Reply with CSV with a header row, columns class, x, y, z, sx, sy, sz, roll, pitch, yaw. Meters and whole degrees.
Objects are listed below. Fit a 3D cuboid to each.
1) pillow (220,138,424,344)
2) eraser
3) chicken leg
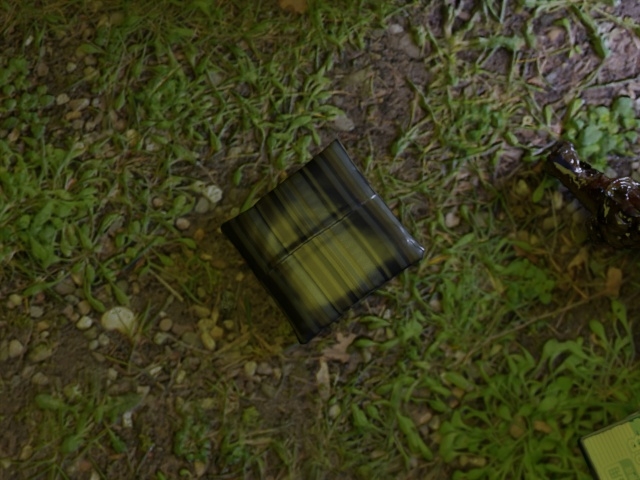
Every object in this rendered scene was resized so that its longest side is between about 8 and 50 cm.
class,x,y,z,sx,sy,sz,roll,pitch,yaw
pillow,0.000,0.000,1.311,0.212,0.052,0.208,-37,78,0
eraser,0.408,0.330,1.174,0.096,0.052,0.225,-23,75,1
chicken leg,0.381,-0.051,1.261,0.196,0.080,0.125,21,71,20
